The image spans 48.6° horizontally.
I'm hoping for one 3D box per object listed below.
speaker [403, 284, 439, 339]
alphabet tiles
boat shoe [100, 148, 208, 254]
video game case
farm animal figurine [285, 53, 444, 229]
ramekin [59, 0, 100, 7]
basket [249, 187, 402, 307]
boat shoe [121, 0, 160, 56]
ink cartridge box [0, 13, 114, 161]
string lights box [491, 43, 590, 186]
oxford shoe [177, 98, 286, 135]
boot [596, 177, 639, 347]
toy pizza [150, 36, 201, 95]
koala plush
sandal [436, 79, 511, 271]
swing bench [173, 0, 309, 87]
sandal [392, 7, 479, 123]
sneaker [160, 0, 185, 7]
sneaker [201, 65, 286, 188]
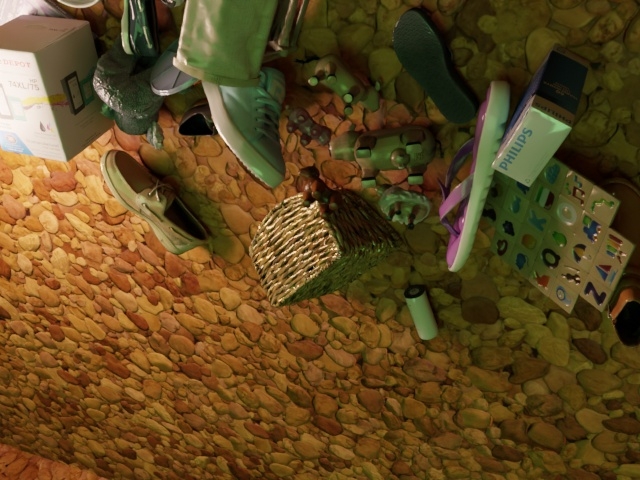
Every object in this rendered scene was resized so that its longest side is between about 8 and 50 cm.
[{"bbox_3d":[0.250,0.179,1.747,0.055,0.055,0.136,-5,123,30],"label":"speaker"},{"bbox_3d":[0.446,-0.025,1.385,0.342,0.011,0.285,45,144,37],"label":"alphabet tiles"},{"bbox_3d":[-0.421,-0.110,1.829,0.110,0.121,0.341,-18,126,32],"label":"boat shoe"},{"bbox_3d":[-0.676,-0.505,1.701,0.274,0.026,0.196,40,133,-5],"label":"video game case"},{"bbox_3d":[0.092,-0.208,1.458,0.327,0.172,0.330,11,123,3],"label":"farm animal figurine"},{"bbox_3d":[-0.499,-0.602,1.473,0.207,0.109,0.207,14,130,17],"label":"ramekin"},{"bbox_3d":[0.000,0.000,1.708,0.299,0.223,0.213,-40,69,42],"label":"basket"},{"bbox_3d":[-0.369,-0.512,1.477,0.079,0.095,0.254,7,109,5],"label":"boat shoe"},{"bbox_3d":[-0.641,-0.358,1.647,0.198,0.197,0.270,11,130,19],"label":"ink cartridge box"},{"bbox_3d":[0.381,-0.221,1.219,0.077,0.259,0.133,29,134,4],"label":"string lights box"},{"bbox_3d":[-0.200,-0.276,1.585,0.272,0.098,0.096,-9,121,32],"label":"oxford shoe"},{"bbox_3d":[0.576,0.044,1.354,0.109,0.220,0.283,-2,125,25],"label":"boot"},{"bbox_3d":[-0.272,-0.376,1.485,0.201,0.201,0.032,-8,143,32],"label":"toy pizza"},{"bbox_3d":[-0.423,-0.320,1.621,0.196,0.203,0.221,31,145,2],"label":"koala plush"},{"bbox_3d":[0.286,-0.129,1.408,0.102,0.169,0.416,14,124,8],"label":"sandal"},{"bbox_3d":[-0.128,-0.442,1.308,0.165,0.254,0.253,28,133,5],"label":"swing bench"},{"bbox_3d":[0.220,-0.336,1.362,0.097,0.054,0.254,-8,131,40],"label":"sandal"},{"bbox_3d":[-0.304,-0.601,1.393,0.100,0.108,0.271,3,115,57],"label":"sneaker"},{"bbox_3d":[-0.130,-0.273,1.417,0.150,0.365,0.135,-36,149,16],"label":"sneaker"}]
